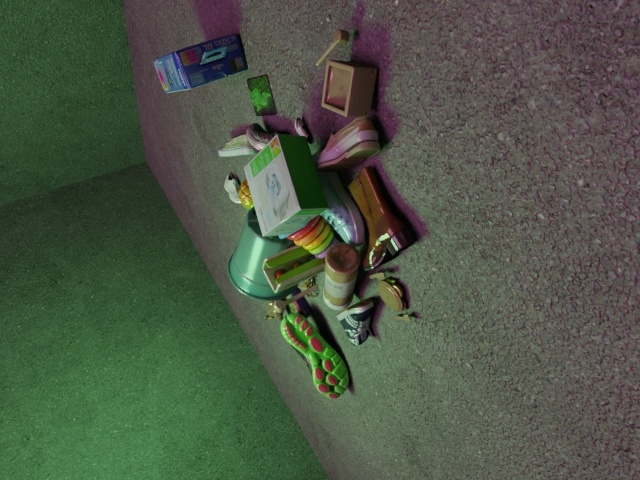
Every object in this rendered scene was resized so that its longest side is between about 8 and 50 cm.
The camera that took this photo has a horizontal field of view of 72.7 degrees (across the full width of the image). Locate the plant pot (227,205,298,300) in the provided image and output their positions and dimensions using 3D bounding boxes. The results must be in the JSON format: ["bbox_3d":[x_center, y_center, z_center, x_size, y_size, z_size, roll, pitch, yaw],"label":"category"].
[{"bbox_3d":[-0.218,0.028,1.900,0.341,0.341,0.334,49,141,27],"label":"plant pot"}]

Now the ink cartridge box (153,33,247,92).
[{"bbox_3d":[-0.483,-0.718,1.772,0.395,0.270,0.151,24,138,52],"label":"ink cartridge box"}]

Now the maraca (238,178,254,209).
[{"bbox_3d":[-0.296,-0.225,1.866,0.127,0.099,0.186,3,85,46],"label":"maraca"}]

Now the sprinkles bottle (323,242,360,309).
[{"bbox_3d":[0.073,0.141,1.595,0.121,0.121,0.355,52,162,23],"label":"sprinkles bottle"}]

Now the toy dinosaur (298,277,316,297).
[{"bbox_3d":[-0.059,0.215,2.050,0.211,0.064,0.112,-43,56,52],"label":"toy dinosaur"}]

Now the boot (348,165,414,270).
[{"bbox_3d":[0.151,-0.060,1.396,0.280,0.096,0.264,61,157,13],"label":"boot"}]

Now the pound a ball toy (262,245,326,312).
[{"bbox_3d":[-0.083,0.138,1.709,0.208,0.319,0.136,60,156,15],"label":"pound a ball toy"}]

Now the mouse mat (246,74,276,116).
[{"bbox_3d":[-0.238,-0.578,1.746,0.189,0.007,0.153,20,129,55],"label":"mouse mat"}]

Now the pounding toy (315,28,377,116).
[{"bbox_3d":[0.071,-0.469,1.206,0.181,0.094,0.206,40,131,45],"label":"pounding toy"}]

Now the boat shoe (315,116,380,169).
[{"bbox_3d":[0.077,-0.286,1.338,0.302,0.113,0.103,-12,82,58],"label":"boat shoe"}]

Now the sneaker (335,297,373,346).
[{"bbox_3d":[0.160,0.321,1.688,0.153,0.099,0.282,63,157,8],"label":"sneaker"}]

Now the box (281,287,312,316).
[{"bbox_3d":[-0.164,0.289,2.277,0.293,0.057,0.201,57,153,14],"label":"box"}]

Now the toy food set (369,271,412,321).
[{"bbox_3d":[0.249,0.187,1.497,0.192,0.038,0.132,60,160,-2],"label":"toy food set"}]

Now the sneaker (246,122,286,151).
[{"bbox_3d":[-0.186,-0.391,1.717,0.299,0.121,0.112,45,118,36],"label":"sneaker"}]

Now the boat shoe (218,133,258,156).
[{"bbox_3d":[-0.385,-0.443,2.037,0.302,0.109,0.094,8,104,48],"label":"boat shoe"}]

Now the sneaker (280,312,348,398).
[{"bbox_3d":[-0.017,0.551,2.137,0.483,0.185,0.202,59,178,-2],"label":"sneaker"}]

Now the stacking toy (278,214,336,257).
[{"bbox_3d":[0.000,0.000,1.637,0.165,0.175,0.302,-29,117,34],"label":"stacking toy"}]

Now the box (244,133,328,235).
[{"bbox_3d":[-0.118,-0.177,1.435,0.231,0.126,0.262,-29,73,46],"label":"box"}]

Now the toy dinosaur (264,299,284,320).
[{"bbox_3d":[-0.238,0.323,2.248,0.200,0.127,0.296,-13,107,56],"label":"toy dinosaur"}]

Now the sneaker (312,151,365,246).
[{"bbox_3d":[0.017,-0.125,1.514,0.366,0.150,0.135,62,154,8],"label":"sneaker"}]

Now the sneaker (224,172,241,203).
[{"bbox_3d":[-0.453,-0.279,2.309,0.212,0.080,0.094,46,136,34],"label":"sneaker"}]

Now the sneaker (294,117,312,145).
[{"bbox_3d":[-0.058,-0.389,1.559,0.043,0.040,0.109,0,117,43],"label":"sneaker"}]
